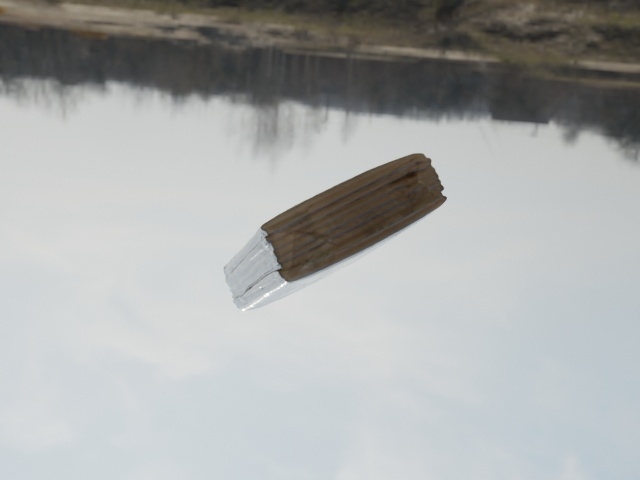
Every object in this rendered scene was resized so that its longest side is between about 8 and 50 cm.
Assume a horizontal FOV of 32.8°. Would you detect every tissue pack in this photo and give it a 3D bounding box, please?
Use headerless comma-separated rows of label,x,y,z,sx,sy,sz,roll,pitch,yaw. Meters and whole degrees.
tissue pack,0.000,0.000,1.089,0.170,0.071,0.325,-24,177,-13
